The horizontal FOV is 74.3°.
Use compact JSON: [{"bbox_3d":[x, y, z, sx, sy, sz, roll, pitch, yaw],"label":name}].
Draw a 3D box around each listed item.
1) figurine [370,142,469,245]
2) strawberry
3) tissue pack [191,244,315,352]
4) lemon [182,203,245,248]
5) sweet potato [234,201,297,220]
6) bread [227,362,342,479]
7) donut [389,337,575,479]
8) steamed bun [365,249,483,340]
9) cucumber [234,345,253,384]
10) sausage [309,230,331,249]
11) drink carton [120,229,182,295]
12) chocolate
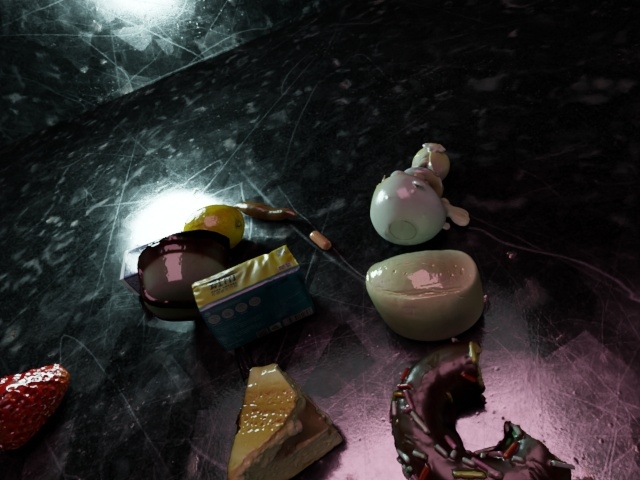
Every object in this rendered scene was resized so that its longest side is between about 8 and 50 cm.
[{"bbox_3d":[0.308,-0.139,1.217,0.275,0.226,0.394,27,48,4],"label":"figurine"},{"bbox_3d":[-0.824,0.448,1.174,0.205,0.205,0.244,14,36,32],"label":"strawberry"},{"bbox_3d":[-0.172,0.149,1.104,0.271,0.192,0.134,-22,41,-9],"label":"tissue pack"},{"bbox_3d":[-0.350,-0.037,1.382,0.207,0.170,0.170,-12,47,10],"label":"lemon"},{"bbox_3d":[-0.191,-0.098,1.445,0.265,0.057,0.057,12,57,26],"label":"sweet potato"},{"bbox_3d":[-0.114,0.384,0.902,0.224,0.183,0.211,-35,45,-13],"label":"bread"},{"bbox_3d":[0.261,0.360,0.801,0.259,0.136,0.345,-24,44,-2],"label":"donut"},{"bbox_3d":[0.239,0.128,0.963,0.250,0.200,0.154,-12,48,18],"label":"steamed bun"},{"bbox_3d":[-0.207,0.306,1.112,0.039,0.043,0.163,-62,34,21],"label":"cucumber"},{"bbox_3d":[0.000,0.000,1.292,0.034,0.034,0.083,-39,48,-12],"label":"sausage"},{"bbox_3d":[-0.535,0.075,1.411,0.222,0.101,0.134,-20,44,3],"label":"drink carton"},{"bbox_3d":[-0.372,0.123,1.211,0.284,0.283,0.186,-25,62,1],"label":"chocolate"}]
